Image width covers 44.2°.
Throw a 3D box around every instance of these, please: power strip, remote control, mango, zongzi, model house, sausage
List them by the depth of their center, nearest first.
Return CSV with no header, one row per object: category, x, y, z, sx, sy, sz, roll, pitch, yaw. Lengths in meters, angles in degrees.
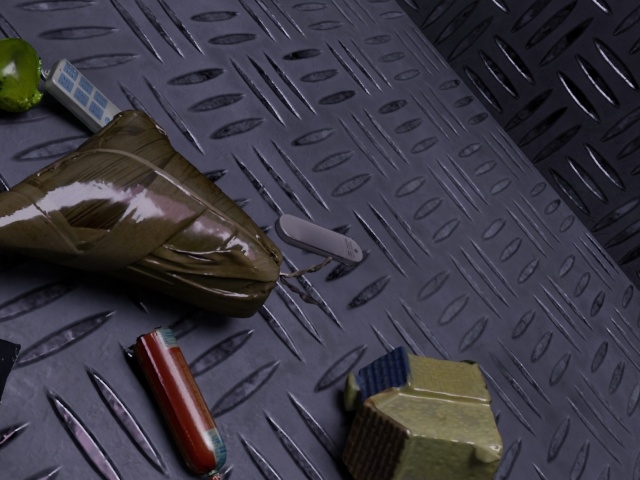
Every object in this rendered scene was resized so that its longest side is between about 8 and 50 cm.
sausage,-0.223,0.269,1.271,0.083,0.083,0.264,-9,65,-50
zongzi,-0.274,0.059,1.297,0.500,0.218,0.467,41,37,-5
mango,-0.568,-0.306,1.443,0.178,0.100,0.119,-93,171,-51
model house,0.173,0.371,1.503,0.266,0.261,0.321,12,25,-6
power strip,-0.457,-0.268,1.536,0.192,0.035,0.081,45,31,-34
remote control,0.000,0.000,1.815,0.245,0.022,0.077,20,46,-34

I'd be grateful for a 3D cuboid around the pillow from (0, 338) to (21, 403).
pillow,-0.491,0.204,1.064,0.141,0.055,0.208,31,38,-33
